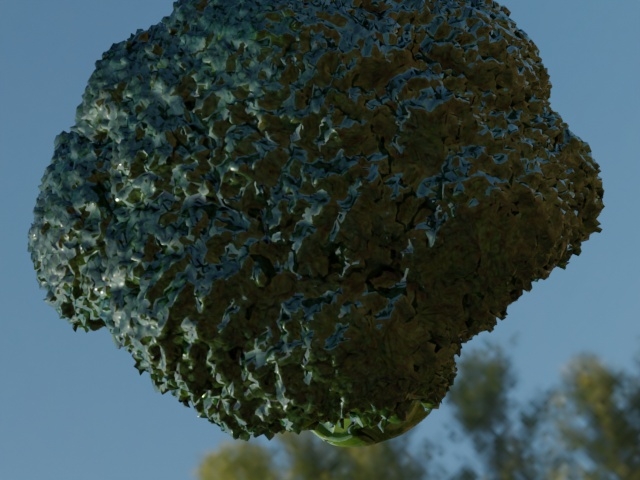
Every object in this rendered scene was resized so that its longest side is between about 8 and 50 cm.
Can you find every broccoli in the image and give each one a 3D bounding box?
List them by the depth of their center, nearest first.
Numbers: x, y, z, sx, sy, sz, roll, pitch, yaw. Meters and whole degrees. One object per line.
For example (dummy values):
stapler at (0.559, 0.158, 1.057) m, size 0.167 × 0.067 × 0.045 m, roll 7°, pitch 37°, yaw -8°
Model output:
broccoli at (0.000, 0.000, 0.855) m, size 0.297 × 0.297 × 0.297 m, roll -31°, pitch -44°, yaw -24°
